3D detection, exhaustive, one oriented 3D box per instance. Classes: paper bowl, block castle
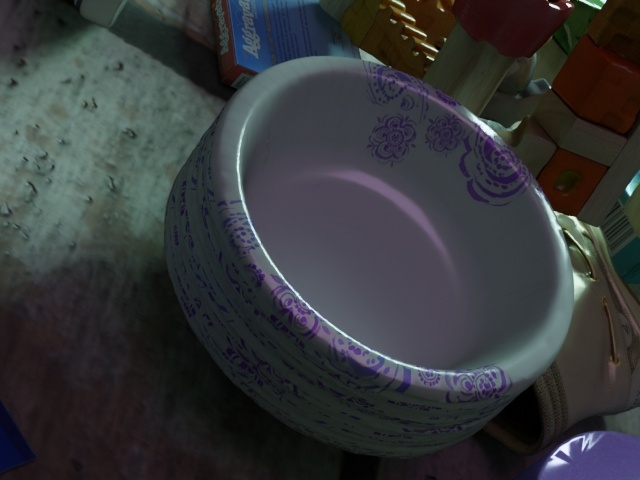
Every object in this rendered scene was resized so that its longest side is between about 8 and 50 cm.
[{"bbox_3d":[0.024,0.021,1.178,0.284,0.148,0.284,17,49,-21],"label":"paper bowl"},{"bbox_3d":[0.253,-0.168,1.430,0.453,0.213,0.303,18,27,-30],"label":"block castle"}]

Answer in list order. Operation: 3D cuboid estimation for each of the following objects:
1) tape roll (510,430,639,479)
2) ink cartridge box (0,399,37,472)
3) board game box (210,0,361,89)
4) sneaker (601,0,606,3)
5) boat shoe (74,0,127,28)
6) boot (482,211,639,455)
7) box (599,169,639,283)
[{"bbox_3d":[0.230,0.278,1.206,0.275,0.090,0.275,27,40,-25],"label":"tape roll"},{"bbox_3d":[-0.298,0.090,0.892,0.165,0.065,0.332,54,36,11],"label":"ink cartridge box"},{"bbox_3d":[-0.036,-0.223,1.470,0.145,0.027,0.281,21,43,-33],"label":"board game box"},{"bbox_3d":[0.398,-0.253,1.817,0.366,0.150,0.135,10,48,-38],"label":"sneaker"},{"bbox_3d":[-0.190,-0.299,1.330,0.158,0.127,0.340,27,32,-14],"label":"boat shoe"},{"bbox_3d":[0.152,0.042,1.353,0.203,0.095,0.262,-16,70,-48],"label":"boot"},{"bbox_3d":[0.357,-0.014,1.628,0.244,0.060,0.100,0,56,-44],"label":"box"}]
